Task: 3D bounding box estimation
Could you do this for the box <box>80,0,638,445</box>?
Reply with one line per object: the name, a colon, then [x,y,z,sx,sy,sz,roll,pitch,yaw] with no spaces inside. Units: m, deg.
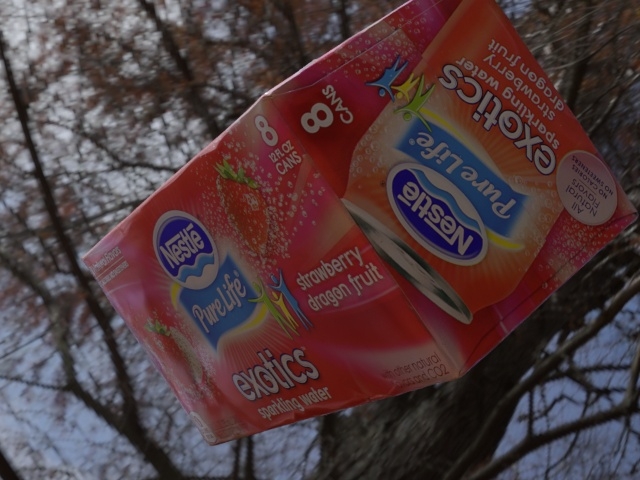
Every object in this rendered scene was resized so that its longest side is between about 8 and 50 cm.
box: [0.000,0.000,0.555,0.128,0.122,0.257,56,-30,-3]
